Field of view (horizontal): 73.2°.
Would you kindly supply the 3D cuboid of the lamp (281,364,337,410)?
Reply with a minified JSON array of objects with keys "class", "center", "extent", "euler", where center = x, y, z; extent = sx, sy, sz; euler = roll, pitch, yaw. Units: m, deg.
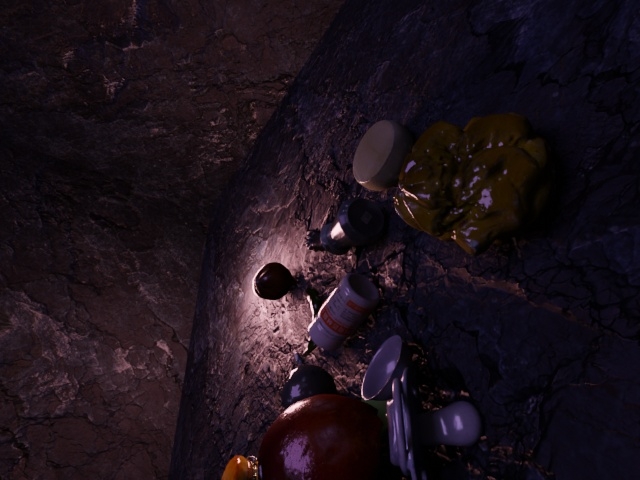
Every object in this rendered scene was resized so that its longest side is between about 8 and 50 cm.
[{"class":"lamp","center":[-0.050,0.544,1.439],"extent":[0.181,0.182,0.313],"euler":[-101,20,-46]}]

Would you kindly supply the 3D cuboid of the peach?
[{"class":"peach","center":[-0.003,0.574,1.074],"extent":[0.405,0.311,0.334],"euler":[105,167,-45]}]

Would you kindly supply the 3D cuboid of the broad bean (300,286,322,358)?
[{"class":"broad bean","center":[-0.031,0.297,1.663],"extent":[0.144,0.050,0.291],"euler":[-38,42,50]}]

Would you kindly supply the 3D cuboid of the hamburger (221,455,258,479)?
[{"class":"hamburger","center":[-0.272,0.920,1.579],"extent":[0.246,0.170,0.246],"euler":[-59,16,29]}]

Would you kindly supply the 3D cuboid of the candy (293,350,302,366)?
[{"class":"candy","center":[-0.089,0.464,1.695],"extent":[0.030,0.020,0.083],"euler":[-65,26,9]}]

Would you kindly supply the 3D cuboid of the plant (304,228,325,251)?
[{"class":"plant","center":[0.000,0.000,1.759],"extent":[0.143,0.092,0.094],"euler":[-2,78,54]}]

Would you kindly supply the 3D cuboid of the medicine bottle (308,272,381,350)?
[{"class":"medicine bottle","center":[0.074,0.235,1.404],"extent":[0.252,0.145,0.144],"euler":[-56,30,30]}]

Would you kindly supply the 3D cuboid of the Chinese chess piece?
[{"class":"Chinese chess piece","center":[0.219,-0.298,1.519],"extent":[0.250,0.101,0.250],"euler":[-41,39,45]}]

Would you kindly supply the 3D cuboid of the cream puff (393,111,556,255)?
[{"class":"cream puff","center":[0.332,-0.145,1.012],"extent":[0.378,0.276,0.377],"euler":[-42,37,42]}]

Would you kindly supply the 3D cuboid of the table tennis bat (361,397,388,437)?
[{"class":"table tennis bat","center":[0.179,0.470,1.167],"extent":[0.160,0.039,0.257],"euler":[-70,21,0]}]

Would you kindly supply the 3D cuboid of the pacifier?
[{"class":"pacifier","center":[0.251,0.414,0.950],"extent":[0.208,0.227,0.278],"euler":[-10,56,15]}]

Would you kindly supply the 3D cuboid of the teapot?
[{"class":"teapot","center":[0.112,-0.052,1.520],"extent":[0.203,0.171,0.225],"euler":[-48,6,-31]}]

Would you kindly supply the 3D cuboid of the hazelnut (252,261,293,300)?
[{"class":"hazelnut","center":[-0.221,0.183,1.971],"extent":[0.204,0.178,0.177],"euler":[-11,64,51]}]

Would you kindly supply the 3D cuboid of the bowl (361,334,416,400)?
[{"class":"bowl","center":[0.193,0.350,1.132],"extent":[0.188,0.086,0.189],"euler":[-58,5,8]}]
